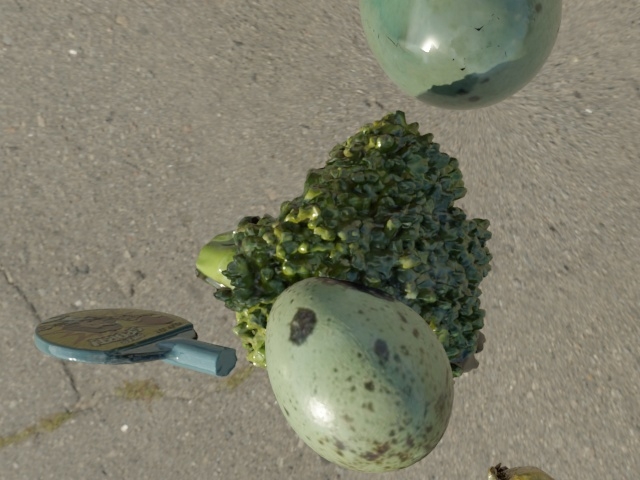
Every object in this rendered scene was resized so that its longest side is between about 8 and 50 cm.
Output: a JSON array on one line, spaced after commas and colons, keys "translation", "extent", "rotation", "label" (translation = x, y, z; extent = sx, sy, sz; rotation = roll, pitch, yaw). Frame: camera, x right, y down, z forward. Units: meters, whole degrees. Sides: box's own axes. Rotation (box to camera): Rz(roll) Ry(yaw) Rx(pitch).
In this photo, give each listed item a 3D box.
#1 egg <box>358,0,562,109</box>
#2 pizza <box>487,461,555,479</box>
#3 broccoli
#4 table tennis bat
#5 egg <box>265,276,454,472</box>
[{"translation": [0.118, -0.210, 0.687], "extent": [0.169, 0.236, 0.169], "rotation": [-5, 129, -6], "label": "egg"}, {"translation": [0.135, 0.298, 0.697], "extent": [0.086, 0.161, 0.305], "rotation": [25, 130, 12], "label": "pizza"}, {"translation": [0.009, -0.008, 0.625], "extent": [0.273, 0.242, 0.180], "rotation": [25, 130, 31], "label": "broccoli"}, {"translation": [-0.121, 0.066, 0.524], "extent": [0.155, 0.100, 0.019], "rotation": [9, 101, 33], "label": "table tennis bat"}, {"translation": [0.017, 0.064, 0.397], "extent": [0.085, 0.085, 0.110], "rotation": [-47, 59, 15], "label": "egg"}]
